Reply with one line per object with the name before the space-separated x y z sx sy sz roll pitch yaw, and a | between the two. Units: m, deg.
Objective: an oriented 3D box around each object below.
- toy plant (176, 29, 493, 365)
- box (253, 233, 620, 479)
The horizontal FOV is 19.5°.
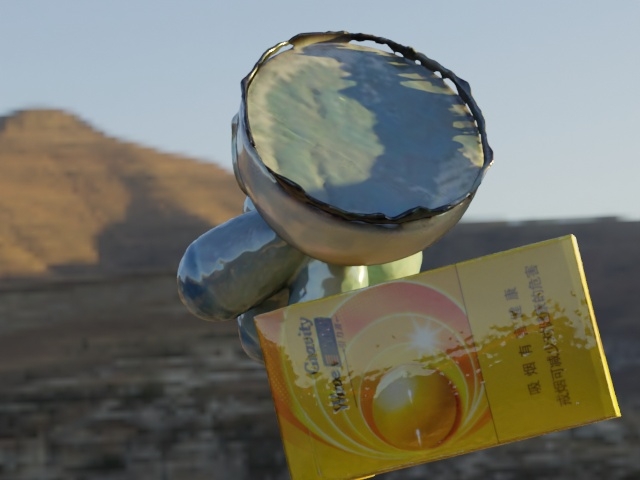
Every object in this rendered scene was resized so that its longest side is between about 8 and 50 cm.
toy plant | 0.000 0.000 1.712 0.247 0.247 0.332 -1 -40 -20
box | 0.091 0.100 1.494 0.269 0.152 0.043 -15 -9 10
